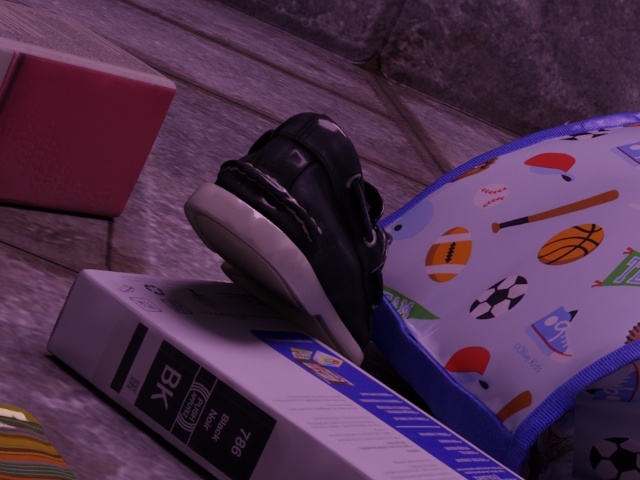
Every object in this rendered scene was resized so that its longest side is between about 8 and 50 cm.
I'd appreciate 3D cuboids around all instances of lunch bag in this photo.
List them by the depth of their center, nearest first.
[{"bbox_3d":[0.241,0.063,1.286,0.385,0.239,0.328,-11,28,-19],"label":"lunch bag"}]

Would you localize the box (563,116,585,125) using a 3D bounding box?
[{"bbox_3d":[0.407,0.029,1.904,0.381,0.191,0.143,27,12,11],"label":"box"}]

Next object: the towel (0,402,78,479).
[{"bbox_3d":[-0.128,0.134,0.780,0.102,0.021,0.237,14,17,-40],"label":"towel"}]

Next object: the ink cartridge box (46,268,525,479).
[{"bbox_3d":[0.006,0.121,1.002,0.333,0.065,0.165,31,12,33],"label":"ink cartridge box"}]

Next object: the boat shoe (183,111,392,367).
[{"bbox_3d":[-0.003,-0.002,1.160,0.127,0.113,0.340,34,-9,20],"label":"boat shoe"}]

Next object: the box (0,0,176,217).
[{"bbox_3d":[-0.254,-0.112,1.325,0.148,0.127,0.232,34,15,33],"label":"box"}]
